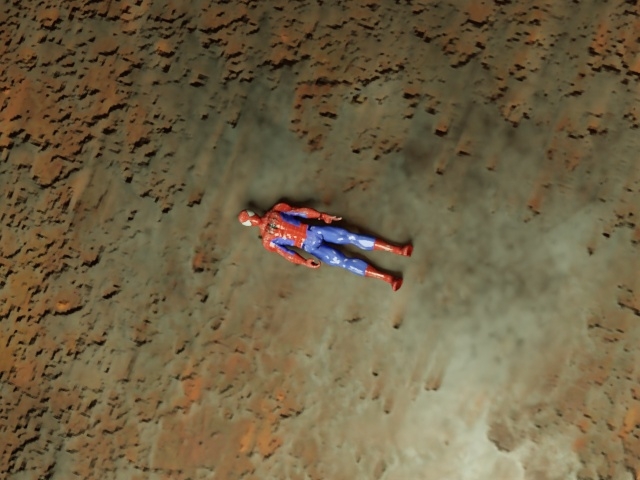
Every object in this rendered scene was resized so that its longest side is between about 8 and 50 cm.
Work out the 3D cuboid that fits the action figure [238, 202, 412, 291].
[{"bbox_3d":[0.000,0.000,0.682,0.115,0.030,0.038,17,95,15],"label":"action figure"}]
